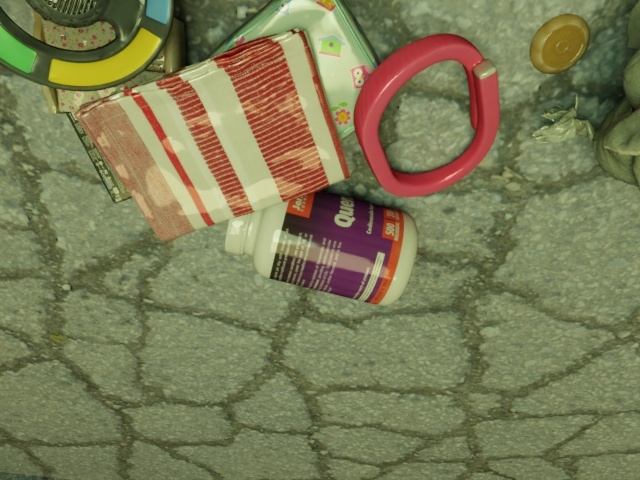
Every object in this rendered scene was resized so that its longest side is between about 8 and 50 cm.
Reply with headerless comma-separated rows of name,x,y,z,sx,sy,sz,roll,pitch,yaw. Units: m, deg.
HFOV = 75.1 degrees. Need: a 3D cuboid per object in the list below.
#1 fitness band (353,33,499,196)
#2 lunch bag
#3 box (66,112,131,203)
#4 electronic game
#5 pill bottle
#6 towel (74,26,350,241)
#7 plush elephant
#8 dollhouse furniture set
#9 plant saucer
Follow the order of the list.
fitness band,0.166,-0.170,0.641,0.209,0.054,0.291,-27,146,9
lunch bag,-0.049,-0.230,0.646,0.279,0.108,0.224,-28,122,25
box,-0.296,-0.181,0.688,0.184,0.045,0.190,-23,105,-1
electronic game,-0.273,-0.278,0.445,0.229,0.048,0.229,-21,131,-25
pill bottle,0.000,0.000,0.765,0.323,0.181,0.181,14,126,-5
towel,-0.141,-0.134,0.605,0.329,0.037,0.237,-18,127,6
plush elephant,0.473,-0.179,0.523,0.330,0.271,0.255,11,173,16
dollhouse furniture set,-0.350,-0.264,0.539,0.303,0.174,0.355,0,109,-3
plant saucer,0.358,-0.289,0.619,0.083,0.015,0.083,3,127,4
